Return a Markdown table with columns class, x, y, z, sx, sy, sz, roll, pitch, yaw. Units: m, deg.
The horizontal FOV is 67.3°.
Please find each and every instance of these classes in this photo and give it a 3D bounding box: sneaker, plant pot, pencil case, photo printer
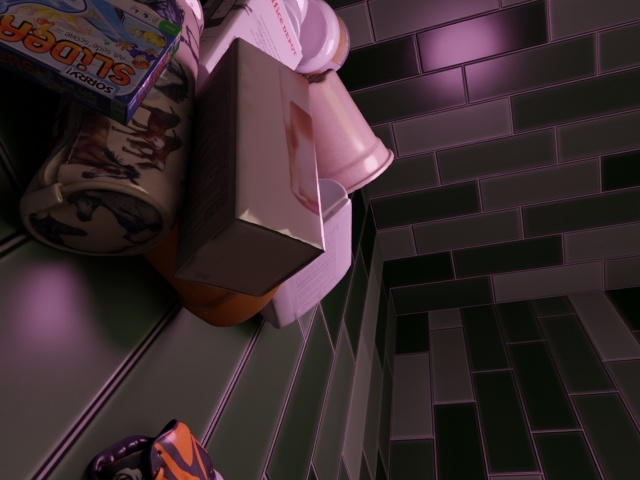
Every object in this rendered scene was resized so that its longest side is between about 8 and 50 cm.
| class | x | y | z | sx | sy | sz | roll | pitch | yaw |
| --- | --- | --- | --- | --- | --- | --- | --- | --- | --- |
| sneaker | -0.213 | 0.343 | 0.546 | 0.321 | 0.124 | 0.180 | -92 | 163 | -67 |
| plant pot | 0.005 | -0.318 | 1.421 | 0.306 | 0.333 | 0.334 | 62 | 21 | -22 |
| pencil case | -0.250 | -0.178 | 0.611 | 0.183 | 0.159 | 0.411 | 41 | 41 | -52 |
| photo printer | -0.043 | 0.045 | 1.040 | 0.256 | 0.107 | 0.308 | -40 | 152 | -22 |
| plant pot | -0.179 | 0.002 | 0.738 | 0.188 | 0.205 | 0.205 | 43 | 37 | -41 |

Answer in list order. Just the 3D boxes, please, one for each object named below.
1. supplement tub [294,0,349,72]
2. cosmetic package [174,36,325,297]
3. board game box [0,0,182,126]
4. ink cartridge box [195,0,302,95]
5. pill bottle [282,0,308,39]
| class | x | y | z | sx | sy | sz | roll | pitch | yaw |
| --- | --- | --- | --- | --- | --- | --- | --- | --- | --- |
| supplement tub | -0.036 | -0.659 | 1.564 | 0.316 | 0.228 | 0.229 | -49 | 128 | -71 |
| cosmetic package | -0.095 | -0.096 | 0.634 | 0.129 | 0.153 | 0.296 | 21 | 51 | -35 |
| board game box | -0.267 | -0.219 | 0.499 | 0.035 | 0.201 | 0.136 | -47 | -158 | 55 |
| ink cartridge box | -0.164 | -0.363 | 0.963 | 0.273 | 0.114 | 0.198 | -66 | 150 | -26 |
| pill bottle | -0.140 | -0.632 | 1.175 | 0.224 | 0.223 | 0.393 | 59 | 25 | -54 |
